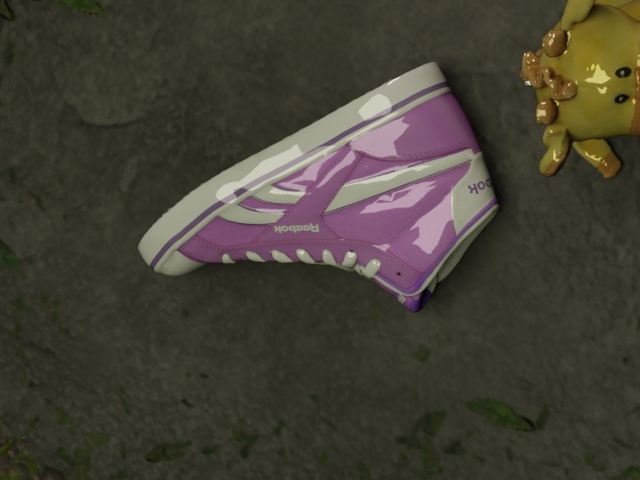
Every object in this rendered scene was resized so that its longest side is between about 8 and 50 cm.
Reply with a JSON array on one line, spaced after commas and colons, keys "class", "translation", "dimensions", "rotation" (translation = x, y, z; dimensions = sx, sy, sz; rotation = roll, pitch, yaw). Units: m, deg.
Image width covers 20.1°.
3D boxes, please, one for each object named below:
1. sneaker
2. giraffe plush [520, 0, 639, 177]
[{"class": "sneaker", "translation": [0.000, 0.000, 1.350], "dimensions": [0.282, 0.102, 0.161], "rotation": [-27, 90, 26]}, {"class": "giraffe plush", "translation": [0.208, -0.120, 1.191], "dimensions": [0.210, 0.170, 0.181], "rotation": [-16, 92, 26]}]
